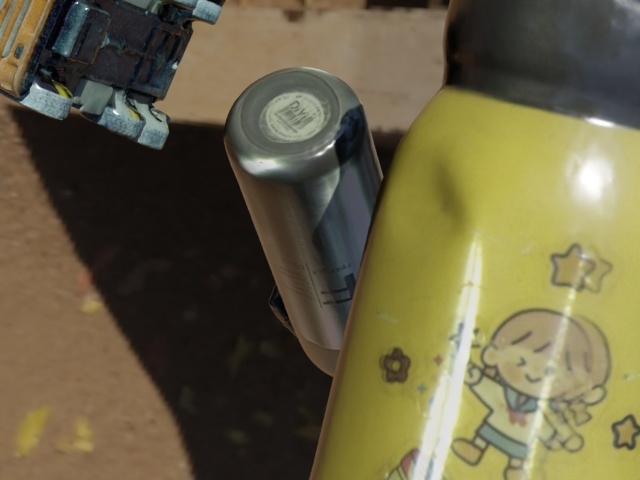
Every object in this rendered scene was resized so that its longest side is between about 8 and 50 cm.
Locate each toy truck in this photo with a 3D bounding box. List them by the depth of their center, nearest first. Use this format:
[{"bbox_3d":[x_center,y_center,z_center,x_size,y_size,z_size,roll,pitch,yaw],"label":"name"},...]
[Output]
[{"bbox_3d":[-0.159,-0.136,1.145,0.108,0.140,0.257,-66,165,5],"label":"toy truck"}]

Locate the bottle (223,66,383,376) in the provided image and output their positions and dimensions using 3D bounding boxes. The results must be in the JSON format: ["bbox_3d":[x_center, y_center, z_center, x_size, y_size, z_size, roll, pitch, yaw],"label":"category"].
[{"bbox_3d":[0.000,0.000,1.101,0.253,0.096,0.079,70,35,-55],"label":"bottle"}]

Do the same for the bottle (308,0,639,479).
[{"bbox_3d":[0.104,0.011,0.868,0.171,0.171,0.351,9,97,-48],"label":"bottle"}]
